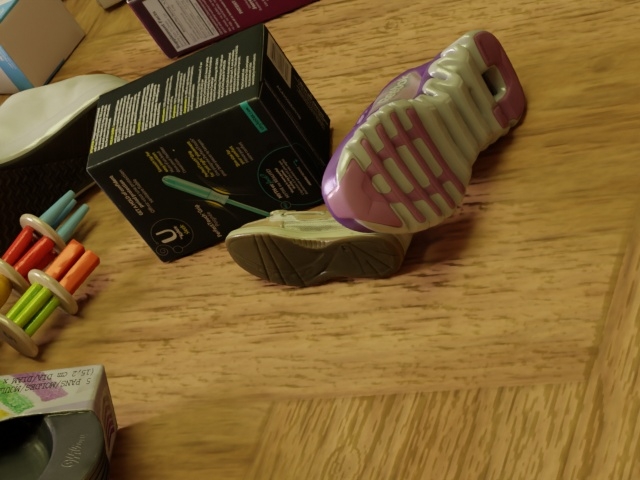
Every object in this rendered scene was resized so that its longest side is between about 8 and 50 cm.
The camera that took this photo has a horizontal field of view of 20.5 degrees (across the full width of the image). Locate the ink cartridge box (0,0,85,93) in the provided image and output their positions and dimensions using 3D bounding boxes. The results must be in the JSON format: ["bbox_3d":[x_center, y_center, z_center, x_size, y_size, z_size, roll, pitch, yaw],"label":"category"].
[{"bbox_3d":[-0.337,-0.214,1.836,0.143,0.090,0.092,4,51,41],"label":"ink cartridge box"}]

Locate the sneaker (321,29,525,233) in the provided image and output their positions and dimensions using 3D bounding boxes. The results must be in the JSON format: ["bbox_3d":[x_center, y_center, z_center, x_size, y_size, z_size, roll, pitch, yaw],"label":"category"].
[{"bbox_3d":[0.061,-0.071,1.328,0.105,0.095,0.236,-16,20,39],"label":"sneaker"}]

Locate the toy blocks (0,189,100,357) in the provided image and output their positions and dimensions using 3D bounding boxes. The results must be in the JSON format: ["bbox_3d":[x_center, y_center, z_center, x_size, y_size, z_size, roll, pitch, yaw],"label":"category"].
[{"bbox_3d":[-0.235,0.022,1.512,0.123,0.054,0.148,13,57,48],"label":"toy blocks"}]

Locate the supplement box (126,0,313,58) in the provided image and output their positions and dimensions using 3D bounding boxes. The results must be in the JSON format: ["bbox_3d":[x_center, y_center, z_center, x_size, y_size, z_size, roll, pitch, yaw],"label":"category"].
[{"bbox_3d":[-0.080,-0.261,1.687,0.188,0.081,0.104,-19,39,21],"label":"supplement box"}]

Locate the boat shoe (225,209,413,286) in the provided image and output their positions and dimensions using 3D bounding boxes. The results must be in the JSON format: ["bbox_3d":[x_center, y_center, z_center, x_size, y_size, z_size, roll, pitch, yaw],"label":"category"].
[{"bbox_3d":[0.000,-0.001,1.349,0.153,0.056,0.048,-5,39,32],"label":"boat shoe"}]

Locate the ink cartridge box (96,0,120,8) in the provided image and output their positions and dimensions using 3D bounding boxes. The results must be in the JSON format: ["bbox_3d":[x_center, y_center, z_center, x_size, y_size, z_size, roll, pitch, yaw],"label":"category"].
[{"bbox_3d":[-0.157,-0.358,1.851,0.219,0.092,0.160,-24,36,14],"label":"ink cartridge box"}]

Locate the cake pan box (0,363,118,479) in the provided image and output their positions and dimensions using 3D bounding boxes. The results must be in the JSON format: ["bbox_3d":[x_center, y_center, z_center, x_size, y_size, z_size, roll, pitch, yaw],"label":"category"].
[{"bbox_3d":[-0.279,0.184,1.243,0.267,0.070,0.245,-6,27,6],"label":"cake pan box"}]

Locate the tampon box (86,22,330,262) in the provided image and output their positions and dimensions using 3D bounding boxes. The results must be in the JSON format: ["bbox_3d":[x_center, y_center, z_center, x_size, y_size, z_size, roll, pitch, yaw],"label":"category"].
[{"bbox_3d":[-0.089,-0.078,1.449,0.161,0.120,0.101,-21,39,20],"label":"tampon box"}]

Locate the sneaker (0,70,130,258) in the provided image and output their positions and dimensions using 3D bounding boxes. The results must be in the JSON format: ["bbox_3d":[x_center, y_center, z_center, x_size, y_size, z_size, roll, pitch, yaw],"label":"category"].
[{"bbox_3d":[-0.292,-0.061,1.624,0.290,0.106,0.123,-30,31,-12],"label":"sneaker"}]
